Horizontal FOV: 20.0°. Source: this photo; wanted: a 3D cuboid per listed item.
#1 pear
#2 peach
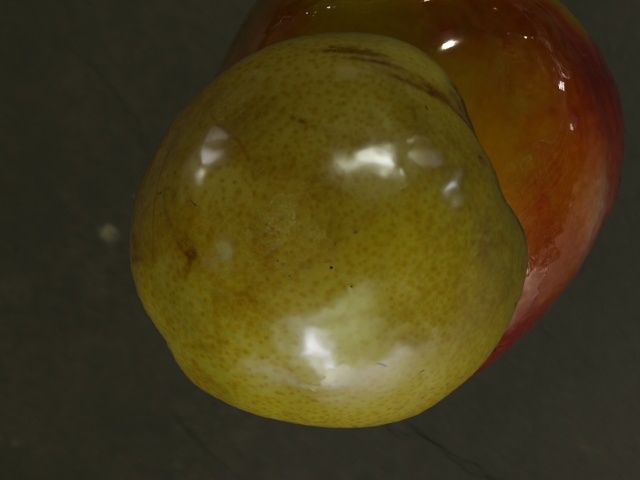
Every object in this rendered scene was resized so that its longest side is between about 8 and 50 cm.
[{"bbox_3d":[0.000,0.000,0.957,0.209,0.209,0.209,-4,75,15],"label":"pear"},{"bbox_3d":[0.060,-0.046,1.293,0.308,0.308,0.332,4,110,17],"label":"peach"}]
